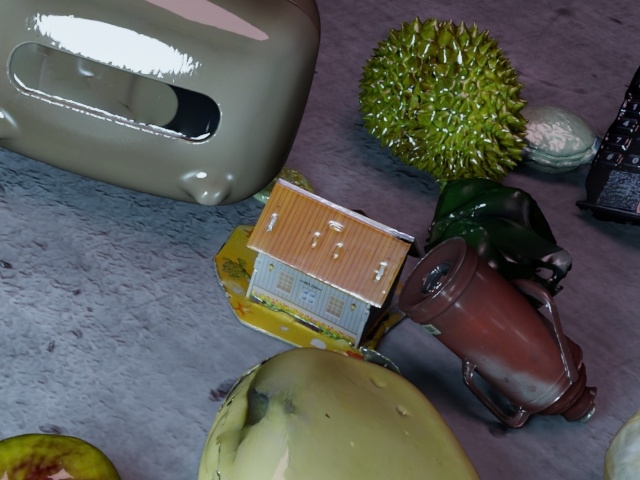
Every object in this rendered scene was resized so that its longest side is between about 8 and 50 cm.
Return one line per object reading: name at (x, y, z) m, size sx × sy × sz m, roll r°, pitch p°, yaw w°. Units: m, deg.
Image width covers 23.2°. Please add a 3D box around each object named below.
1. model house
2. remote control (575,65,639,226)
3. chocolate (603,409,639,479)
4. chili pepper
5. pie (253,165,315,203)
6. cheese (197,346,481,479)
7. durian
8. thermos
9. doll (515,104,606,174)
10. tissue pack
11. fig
model house at (0.000, 0.000, 1.609) m, size 0.219 × 0.136 × 0.207 m, roll 27°, pitch 34°, yaw 13°
remote control at (0.464, -0.183, 1.999) m, size 0.144 × 0.062 × 0.399 m, roll 14°, pitch 63°, yaw 36°
chocolate at (0.326, 0.257, 1.387) m, size 0.134 × 0.134 × 0.309 m, roll 14°, pitch 33°, yaw -7°
chili pepper at (0.191, 0.007, 1.711) m, size 0.148 × 0.116 × 0.264 m, roll 34°, pitch 34°, yaw -4°
pie at (-0.047, -0.061, 1.792) m, size 0.085 × 0.017 × 0.085 m, roll 14°, pitch 33°, yaw -9°
cheese at (0.016, 0.202, 1.326) m, size 0.259 × 0.128 × 0.316 m, roll 14°, pitch 37°, yaw -22°
durian at (0.149, -0.173, 1.923) m, size 0.200 × 0.176 × 0.237 m, roll -30°, pitch 57°, yaw -8°
thermos at (0.187, 0.108, 1.550) m, size 0.232 × 0.099 × 0.124 m, roll 42°, pitch 68°, yaw -18°
doll at (0.297, -0.131, 2.029) m, size 0.214 × 0.072 × 0.103 m, roll 6°, pitch 32°, yaw -14°
tissue pack at (-0.201, -0.198, 1.683) m, size 0.387 × 0.267 × 0.277 m, roll 17°, pitch 28°, yaw -6°
fig at (-0.217, 0.209, 1.184) m, size 0.136 × 0.121 × 0.153 m, roll 41°, pitch 37°, yaw 24°
